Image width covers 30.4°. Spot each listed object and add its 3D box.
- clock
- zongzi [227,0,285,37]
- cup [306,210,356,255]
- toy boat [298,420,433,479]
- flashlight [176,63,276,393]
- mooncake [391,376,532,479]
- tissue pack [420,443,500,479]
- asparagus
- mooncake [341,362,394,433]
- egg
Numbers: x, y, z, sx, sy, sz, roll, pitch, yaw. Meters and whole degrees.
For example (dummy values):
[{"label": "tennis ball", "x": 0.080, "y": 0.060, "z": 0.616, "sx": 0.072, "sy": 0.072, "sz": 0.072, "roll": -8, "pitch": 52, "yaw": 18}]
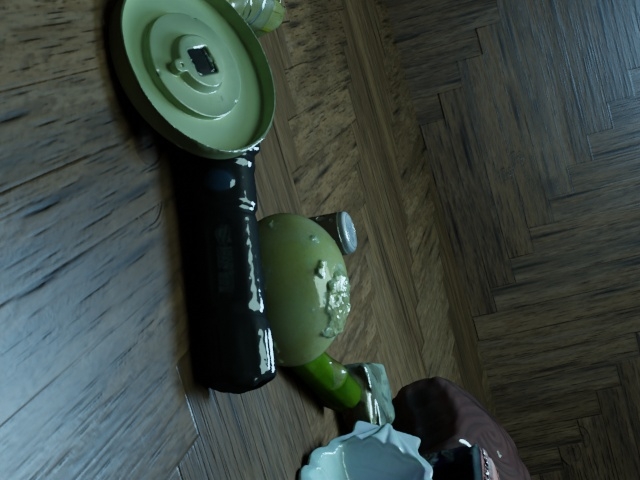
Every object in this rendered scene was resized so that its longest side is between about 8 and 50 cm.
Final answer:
[{"label": "clock", "x": -0.145, "y": -0.208, "z": 1.389, "sx": 0.235, "sy": 0.029, "sz": 0.235, "roll": 24, "pitch": 53, "yaw": -36}, {"label": "zongzi", "x": -0.155, "y": -0.402, "z": 1.662, "sx": 0.256, "sy": 0.115, "sz": 0.228, "roll": -19, "pitch": 90, "yaw": -65}, {"label": "cup", "x": -0.001, "y": -0.007, "z": 1.868, "sx": 0.102, "sy": 0.099, "sz": 0.074, "roll": 39, "pitch": 38, "yaw": -69}, {"label": "toy boat", "x": 0.068, "y": 0.362, "z": 1.660, "sx": 0.290, "sy": 0.199, "sz": 0.100, "roll": -57, "pitch": 164, "yaw": -63}, {"label": "flashlight", "x": -0.119, "y": -0.020, "z": 1.415, "sx": 0.103, "sy": 0.103, "sz": 0.423, "roll": 48, "pitch": 32, "yaw": -63}, {"label": "mooncake", "x": 0.258, "y": 0.405, "z": 2.194, "sx": 0.333, "sy": 0.174, "sz": 0.326, "roll": 56, "pitch": 17, "yaw": 9}, {"label": "tissue pack", "x": 0.153, "y": 0.461, "z": 1.716, "sx": 0.332, "sy": 0.245, "sz": 0.123, "roll": -86, "pitch": 157, "yaw": -55}, {"label": "asparagus", "x": -0.007, "y": 0.189, "z": 1.728, "sx": 0.277, "sy": 0.067, "sz": 0.060, "roll": 49, "pitch": 57, "yaw": -56}, {"label": "mooncake", "x": 0.071, "y": 0.267, "z": 1.944, "sx": 0.125, "sy": 0.073, "sz": 0.129, "roll": 20, "pitch": 55, "yaw": -70}, {"label": "egg", "x": -0.042, "y": 0.063, "z": 1.502, "sx": 0.164, "sy": 0.164, "sz": 0.201, "roll": 51, "pitch": 30, "yaw": -61}]
